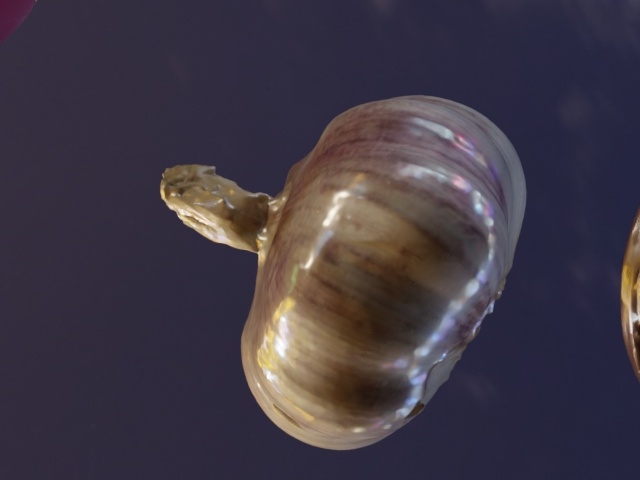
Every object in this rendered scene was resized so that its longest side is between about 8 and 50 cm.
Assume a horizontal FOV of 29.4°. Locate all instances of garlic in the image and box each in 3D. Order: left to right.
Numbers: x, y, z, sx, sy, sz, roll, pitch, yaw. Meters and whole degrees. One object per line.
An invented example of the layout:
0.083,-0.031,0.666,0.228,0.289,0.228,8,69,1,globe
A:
0.000,0.000,0.812,0.253,0.245,0.245,26,-84,13,garlic

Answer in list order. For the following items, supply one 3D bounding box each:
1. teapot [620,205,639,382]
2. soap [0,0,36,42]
0.256,-0.014,0.394,0.233,0.312,0.315,39,-106,-28,teapot
-0.323,-0.348,0.933,0.359,0.128,0.233,47,-74,10,soap
